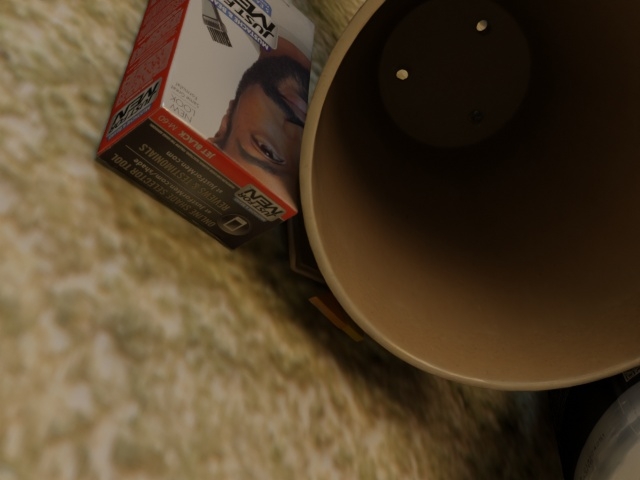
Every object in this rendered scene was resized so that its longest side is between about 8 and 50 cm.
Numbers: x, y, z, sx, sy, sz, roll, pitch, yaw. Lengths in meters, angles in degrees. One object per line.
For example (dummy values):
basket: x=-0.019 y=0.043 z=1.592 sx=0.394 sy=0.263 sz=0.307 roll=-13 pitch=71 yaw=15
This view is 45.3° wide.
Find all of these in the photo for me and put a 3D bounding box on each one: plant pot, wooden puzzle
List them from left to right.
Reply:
wooden puzzle: x=0.000 y=0.000 z=0.472 sx=0.078 sy=0.014 sz=0.116 roll=37 pitch=39 yaw=-40
plant pot: x=0.111 y=-0.085 z=0.506 sx=0.256 sy=0.256 sz=0.274 roll=48 pitch=13 yaw=-19

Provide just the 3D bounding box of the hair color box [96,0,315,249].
hair color box: x=-0.055 y=-0.089 z=0.428 sx=0.093 sy=0.053 sz=0.167 roll=37 pitch=40 yaw=-34

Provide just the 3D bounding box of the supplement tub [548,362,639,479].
supplement tub: x=0.260 y=0.130 z=0.523 sx=0.193 sy=0.193 sz=0.316 roll=59 pitch=16 yaw=-3

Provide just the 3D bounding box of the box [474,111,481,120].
box: x=0.284 y=-0.115 z=0.808 sx=0.270 sy=0.165 sz=0.143 roll=41 pitch=37 yaw=-28
